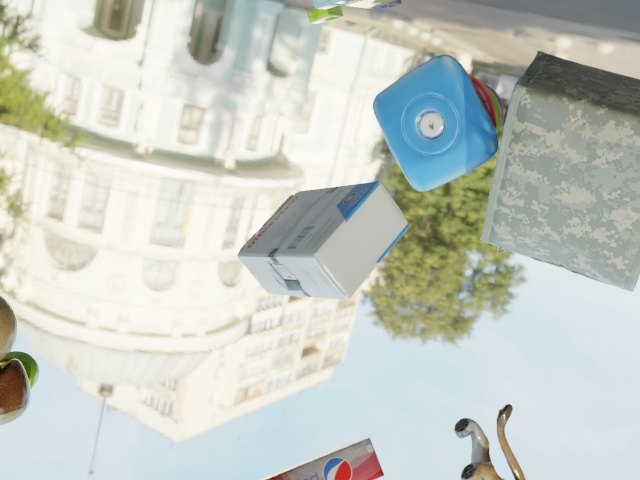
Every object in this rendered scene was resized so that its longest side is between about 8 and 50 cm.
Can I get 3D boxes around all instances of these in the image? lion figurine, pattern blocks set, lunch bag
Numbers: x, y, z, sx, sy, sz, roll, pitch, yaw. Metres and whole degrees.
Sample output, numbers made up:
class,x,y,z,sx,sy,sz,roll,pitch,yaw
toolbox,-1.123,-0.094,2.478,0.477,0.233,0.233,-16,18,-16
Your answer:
class,x,y,z,sx,sy,sz,roll,pitch,yaw
lion figurine,0.230,0.461,1.283,0.240,0.392,0.142,46,167,-18
pattern blocks set,0.116,-0.388,1.309,0.286,0.026,0.325,-16,-172,13
lunch bag,0.365,-0.083,1.194,0.235,0.287,0.169,20,-143,17

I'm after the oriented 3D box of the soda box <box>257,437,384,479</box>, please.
class,x,y,z,sx,sy,sz,roll,pitch,yaw
soda box,-0.014,0.477,1.699,0.263,0.083,0.092,-18,169,-18

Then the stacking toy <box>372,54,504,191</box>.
class,x,y,z,sx,sy,sz,roll,pitch,yaw
stacking toy,0.234,-0.200,1.391,0.166,0.175,0.302,-28,177,31

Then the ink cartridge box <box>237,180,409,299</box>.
class,x,y,z,sx,sy,sz,roll,pitch,yaw
ink cartridge box,0.000,0.000,1.120,0.082,0.139,0.191,52,153,-21

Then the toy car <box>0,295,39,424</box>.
class,x,y,z,sx,sy,sz,roll,pitch,yaw
toy car,-0.386,0.102,0.920,0.149,0.188,0.155,5,-166,-1
